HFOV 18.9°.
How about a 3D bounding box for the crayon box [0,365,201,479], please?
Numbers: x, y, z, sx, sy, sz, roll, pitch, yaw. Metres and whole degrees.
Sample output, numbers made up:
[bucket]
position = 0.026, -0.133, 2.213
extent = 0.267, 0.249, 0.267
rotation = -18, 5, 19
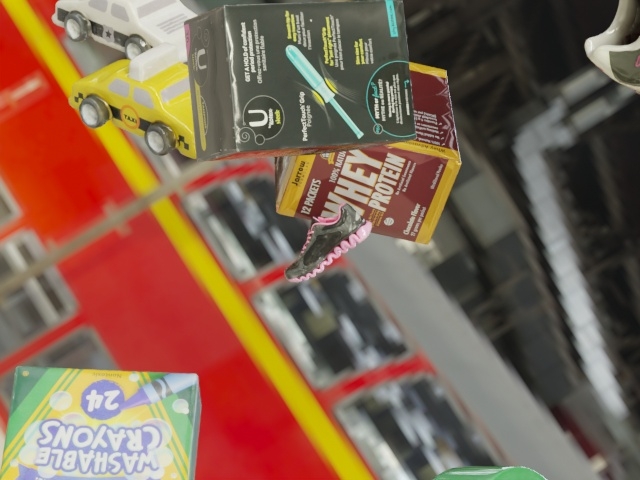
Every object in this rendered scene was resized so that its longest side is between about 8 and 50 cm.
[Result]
[crayon box]
position = -0.241, 0.294, 2.054
extent = 0.083, 0.203, 0.323
rotation = 90, 3, -57

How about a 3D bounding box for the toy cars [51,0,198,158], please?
[toy cars]
position = -0.195, -0.214, 2.121
extent = 0.393, 0.176, 0.087
rotation = -111, -159, -56

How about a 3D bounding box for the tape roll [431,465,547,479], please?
[tape roll]
position = 0.182, 0.403, 2.061
extent = 0.077, 0.321, 0.321
rotation = -3, -50, 34

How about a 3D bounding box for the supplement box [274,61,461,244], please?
[supplement box]
position = 0.052, -0.119, 2.303
extent = 0.194, 0.191, 0.129
rotation = -93, -161, -52

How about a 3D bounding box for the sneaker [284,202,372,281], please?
[sneaker]
position = 0.000, 0.000, 2.222
extent = 0.057, 0.119, 0.047
rotation = 50, 13, -14

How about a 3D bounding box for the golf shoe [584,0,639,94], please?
[golf shoe]
position = 0.356, -0.258, 1.815
extent = 0.120, 0.273, 0.105
rotation = 17, 20, -24

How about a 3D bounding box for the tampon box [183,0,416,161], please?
[tampon box]
position = -0.019, -0.132, 1.592
extent = 0.101, 0.161, 0.120
rotation = 174, -89, -67
